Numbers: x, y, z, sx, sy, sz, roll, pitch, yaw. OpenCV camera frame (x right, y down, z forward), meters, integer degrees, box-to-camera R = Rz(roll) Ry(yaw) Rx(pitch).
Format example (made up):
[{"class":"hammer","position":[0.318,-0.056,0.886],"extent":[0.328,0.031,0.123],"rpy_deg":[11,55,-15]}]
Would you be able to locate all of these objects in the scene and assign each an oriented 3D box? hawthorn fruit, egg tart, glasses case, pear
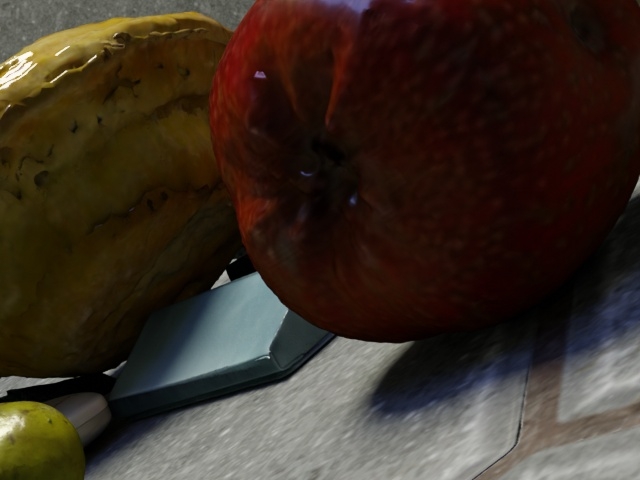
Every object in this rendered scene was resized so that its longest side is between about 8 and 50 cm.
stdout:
[{"class":"hawthorn fruit","position":[0.078,-0.086,1.106],"extent":[0.300,0.275,0.275],"rpy_deg":[-47,14,-27]},{"class":"egg tart","position":[-0.201,-0.006,1.573],"extent":[0.443,0.178,0.443],"rpy_deg":[-36,-23,-18]},{"class":"glasses case","position":[-0.076,0.090,1.427],"extent":[0.266,0.056,0.105],"rpy_deg":[-21,39,54]},{"class":"pear","position":[-0.229,0.170,1.317],"extent":[0.107,0.107,0.131],"rpy_deg":[-32,18,7]},{"class":"glasses case","position":[-0.250,0.174,1.534],"extent":[0.081,0.051,0.204],"rpy_deg":[-33,5,-37]}]

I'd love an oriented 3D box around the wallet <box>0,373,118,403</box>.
[{"class":"wallet","position":[-0.262,0.148,1.643],"extent":[0.129,0.026,0.088],"rpy_deg":[-6,-15,-45]}]

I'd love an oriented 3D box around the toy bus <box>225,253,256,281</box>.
[{"class":"toy bus","position":[0.000,0.000,1.588],"extent":[0.172,0.057,0.072],"rpy_deg":[-31,0,16]}]

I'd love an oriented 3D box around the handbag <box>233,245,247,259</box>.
[{"class":"handbag","position":[-0.030,-0.071,1.852],"extent":[0.207,0.127,0.228],"rpy_deg":[-29,1,30]}]

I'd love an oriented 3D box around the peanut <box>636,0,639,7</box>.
[{"class":"peanut","position":[0.163,-0.134,1.381],"extent":[0.387,0.169,0.192],"rpy_deg":[-29,43,61]}]
